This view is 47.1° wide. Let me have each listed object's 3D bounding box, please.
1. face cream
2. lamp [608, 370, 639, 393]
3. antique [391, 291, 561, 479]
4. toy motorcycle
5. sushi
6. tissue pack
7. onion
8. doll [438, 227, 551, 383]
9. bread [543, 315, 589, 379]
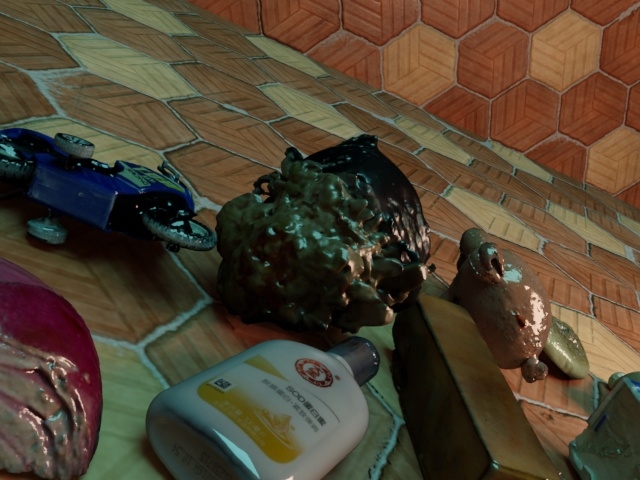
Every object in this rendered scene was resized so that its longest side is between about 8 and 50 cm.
[{"bbox_3d":[-0.024,0.153,0.688,0.144,0.071,0.291,37,23,20],"label":"face cream"},{"bbox_3d":[0.469,0.231,1.100,0.091,0.091,0.163,30,7,4],"label":"lamp"},{"bbox_3d":[0.150,0.177,0.809,0.088,0.093,0.310,20,24,-18],"label":"antique"},{"bbox_3d":[-0.252,-0.058,0.837,0.316,0.113,0.169,22,11,6],"label":"toy motorcycle"},{"bbox_3d":[-0.003,0.001,0.840,0.219,0.239,0.224,-15,83,-49],"label":"sushi"},{"bbox_3d":[0.451,0.296,0.838,0.264,0.146,0.198,22,22,-15],"label":"tissue pack"},{"bbox_3d":[-0.282,0.051,0.562,0.250,0.111,0.247,14,28,-28],"label":"onion"},{"bbox_3d":[0.220,0.091,1.058,0.303,0.156,0.201,-114,-178,-85],"label":"doll"},{"bbox_3d":[0.375,0.161,1.134,0.193,0.036,0.112,28,31,-44],"label":"bread"}]
